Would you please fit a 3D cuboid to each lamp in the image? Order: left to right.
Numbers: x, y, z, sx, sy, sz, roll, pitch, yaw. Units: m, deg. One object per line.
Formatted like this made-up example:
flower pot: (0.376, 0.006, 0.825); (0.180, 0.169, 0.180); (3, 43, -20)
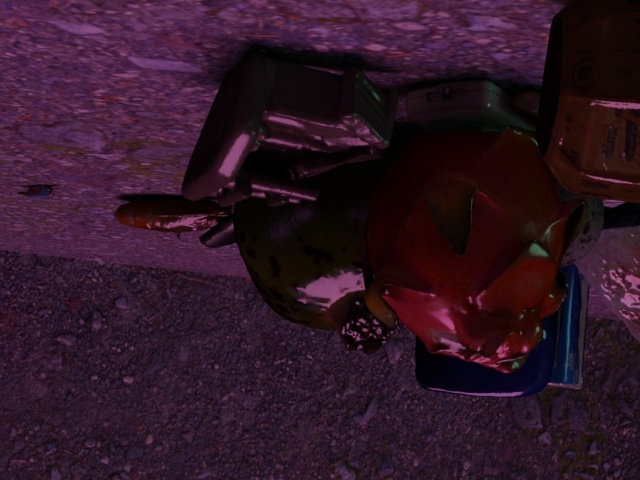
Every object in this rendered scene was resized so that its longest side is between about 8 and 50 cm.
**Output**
lamp: (0.249, -0.101, 0.847); (0.185, 0.161, 0.161); (3, 173, 2)

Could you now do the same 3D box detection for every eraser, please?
eraser: (0.206, 0.093, 1.416); (0.155, 0.101, 0.332); (4, -169, 12)

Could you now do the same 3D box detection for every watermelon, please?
watermelon: (0.506, 0.060, 1.582); (0.387, 0.258, 0.228); (3, 178, -33)

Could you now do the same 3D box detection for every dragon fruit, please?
dragon fruit: (0.145, 0.008, 1.176); (0.224, 0.227, 0.224); (8, 174, 1)

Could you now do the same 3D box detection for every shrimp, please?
shrimp: (-0.231, -0.040, 2.048); (0.248, 0.068, 0.150); (6, -172, 32)

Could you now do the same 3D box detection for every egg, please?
egg: (0.272, -0.033, 1.483); (0.132, 0.132, 0.172); (5, -175, -9)

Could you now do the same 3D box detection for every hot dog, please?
hot dog: (0.226, -0.122, 1.192); (0.044, 0.028, 0.137); (23, -178, 30)

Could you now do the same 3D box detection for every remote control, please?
remote control: (0.171, -0.111, 1.235); (0.090, 0.049, 0.230); (-3, 169, 30)

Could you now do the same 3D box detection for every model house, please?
model house: (-0.024, -0.098, 1.160); (0.188, 0.122, 0.229); (4, 171, -17)

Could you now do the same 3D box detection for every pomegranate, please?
pomegranate: (0.029, 0.000, 1.396); (0.254, 0.270, 0.254); (-13, 147, -8)

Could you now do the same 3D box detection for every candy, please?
candy: (-0.462, -0.079, 2.002); (0.083, 0.020, 0.030); (-2, 174, 35)

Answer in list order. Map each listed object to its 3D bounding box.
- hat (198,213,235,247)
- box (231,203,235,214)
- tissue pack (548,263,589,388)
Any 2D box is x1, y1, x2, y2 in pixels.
hat: (0.024, -0.031, 1.740); (0.366, 0.257, 0.382); (24, -153, -15)
box: (0.000, 0.000, 1.967); (0.285, 0.142, 0.044); (7, 131, -27)
tissue pack: (0.324, 0.095, 1.952); (0.209, 0.270, 0.137); (5, 172, 16)
